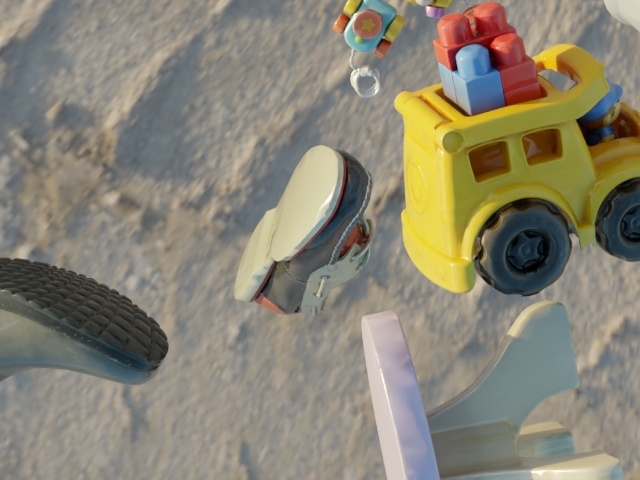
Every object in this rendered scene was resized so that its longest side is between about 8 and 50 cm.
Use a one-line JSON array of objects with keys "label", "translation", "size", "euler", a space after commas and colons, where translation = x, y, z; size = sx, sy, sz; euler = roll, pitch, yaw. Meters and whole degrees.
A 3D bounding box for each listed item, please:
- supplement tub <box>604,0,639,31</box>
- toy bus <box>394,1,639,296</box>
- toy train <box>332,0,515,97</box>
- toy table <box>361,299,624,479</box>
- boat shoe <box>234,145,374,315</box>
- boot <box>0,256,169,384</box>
[{"label": "supplement tub", "translation": [0.084, -0.172, 0.611], "size": [0.199, 0.144, 0.144], "euler": [47, 120, 24]}, {"label": "toy bus", "translation": [0.168, -0.086, 1.424], "size": [0.220, 0.149, 0.211], "euler": [-15, 113, -12]}, {"label": "toy train", "translation": [0.094, -0.196, 1.707], "size": [0.166, 0.046, 0.125], "euler": [-18, 102, 13]}, {"label": "toy table", "translation": [0.138, 0.181, 1.450], "size": [0.161, 0.252, 0.274], "euler": [-11, 103, -4]}, {"label": "boat shoe", "translation": [0.000, 0.000, 0.764], "size": [0.043, 0.049, 0.137], "euler": [19, 156, -10]}, {"label": "boot", "translation": [-0.234, 0.091, 1.244], "size": [0.247, 0.083, 0.161], "euler": [19, 108, 5]}]
